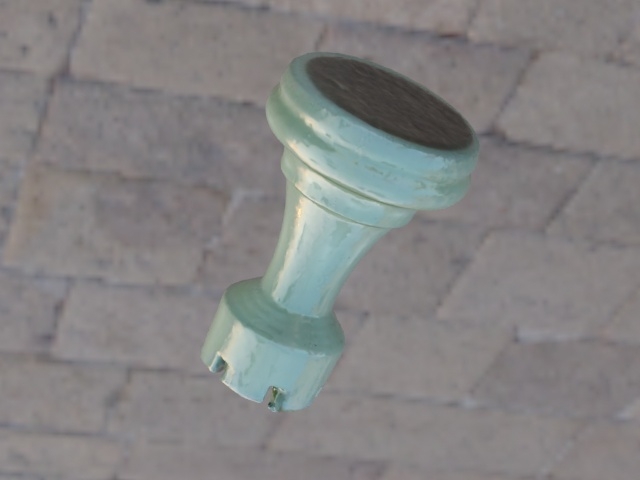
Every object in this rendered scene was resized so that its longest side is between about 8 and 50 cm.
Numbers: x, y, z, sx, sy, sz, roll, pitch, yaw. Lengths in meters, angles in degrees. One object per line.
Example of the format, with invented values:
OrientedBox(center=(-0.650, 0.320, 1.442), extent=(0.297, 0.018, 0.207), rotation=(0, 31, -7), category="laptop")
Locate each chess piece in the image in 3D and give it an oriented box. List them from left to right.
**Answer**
OrientedBox(center=(0.000, 0.000, 0.594), extent=(0.067, 0.067, 0.103), rotation=(15, 115, -26), category="chess piece")
